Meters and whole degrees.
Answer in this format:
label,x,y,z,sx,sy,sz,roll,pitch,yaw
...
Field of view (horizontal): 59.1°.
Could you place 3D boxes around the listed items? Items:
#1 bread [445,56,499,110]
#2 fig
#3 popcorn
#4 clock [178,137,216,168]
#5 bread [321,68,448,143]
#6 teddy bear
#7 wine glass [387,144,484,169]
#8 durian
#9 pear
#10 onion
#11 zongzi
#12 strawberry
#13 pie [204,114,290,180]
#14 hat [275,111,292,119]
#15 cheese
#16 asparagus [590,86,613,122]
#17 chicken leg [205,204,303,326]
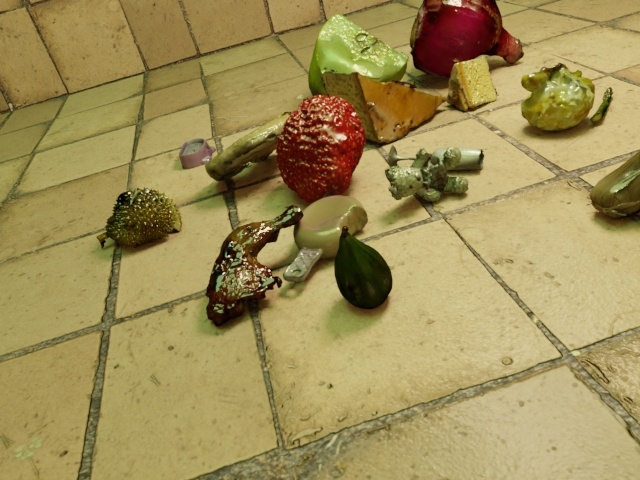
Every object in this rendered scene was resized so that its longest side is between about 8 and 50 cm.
label,x,y,z,sx,sy,sz,roll,pitch,yaw
bread,0.489,-0.509,1.826,0.147,0.152,0.127,-24,41,-19
fig,0.068,0.047,1.091,0.117,0.178,0.117,-27,26,15
popcorn,0.638,-0.396,1.543,0.198,0.212,0.198,-42,17,16
clock,-0.432,-0.310,1.978,0.109,0.050,0.153,-11,32,5
bread,0.198,-0.482,1.796,0.315,0.279,0.248,-42,32,-19
teddy bear,0.246,-0.157,1.386,0.212,0.133,0.111,-12,4,-11
wine glass,0.312,-0.221,1.515,0.262,0.074,0.074,5,37,29
durian,-0.511,-0.070,1.549,0.237,0.138,0.193,-20,32,-8
pear,0.097,-0.608,2.065,0.342,0.239,0.318,37,68,12
onion,0.547,-0.764,2.039,0.419,0.399,0.398,16,37,5
zongzi,0.647,-0.146,1.132,0.194,0.198,0.099,-20,41,-4
strawberry,-0.003,-0.239,1.498,0.260,0.261,0.258,-1,26,21
pie,-0.197,-0.281,1.695,0.337,0.075,0.337,-34,3,2
hat,-0.124,-0.417,2.014,0.076,0.059,0.077,-45,34,-15
cheese,0.000,0.000,1.286,0.163,0.082,0.286,1,38,27
asparagus,0.797,-0.380,1.594,0.027,0.034,0.236,0,31,38
chicken leg,-0.151,0.043,1.227,0.177,0.083,0.323,1,51,21
